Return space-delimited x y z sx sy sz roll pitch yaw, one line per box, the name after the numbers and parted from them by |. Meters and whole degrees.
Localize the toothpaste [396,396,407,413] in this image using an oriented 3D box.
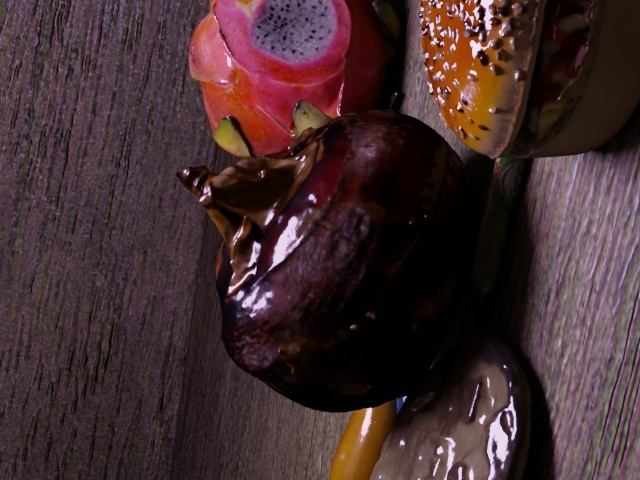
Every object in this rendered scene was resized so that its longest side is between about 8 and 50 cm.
0.107 0.198 1.782 0.057 0.035 0.197 84 -173 -79 | toothpaste

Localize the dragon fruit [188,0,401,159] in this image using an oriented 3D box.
-0.032 -0.253 2.008 0.189 0.290 0.290 137 137 -77 | dragon fruit

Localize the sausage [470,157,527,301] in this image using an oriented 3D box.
0.191 -0.060 1.541 0.033 0.033 0.269 -116 34 -65 | sausage

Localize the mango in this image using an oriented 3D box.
0.065 0.252 1.834 0.102 0.085 0.184 -152 78 -79 | mango

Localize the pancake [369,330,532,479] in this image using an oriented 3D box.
0.124 0.229 1.521 0.294 0.049 0.294 -55 21 32 | pancake

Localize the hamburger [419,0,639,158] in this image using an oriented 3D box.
0.183 -0.215 1.340 0.300 0.176 0.300 -176 90 -77 | hamburger

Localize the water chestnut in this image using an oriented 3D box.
0.000 0.000 1.610 0.335 0.347 0.335 -57 12 20 | water chestnut
